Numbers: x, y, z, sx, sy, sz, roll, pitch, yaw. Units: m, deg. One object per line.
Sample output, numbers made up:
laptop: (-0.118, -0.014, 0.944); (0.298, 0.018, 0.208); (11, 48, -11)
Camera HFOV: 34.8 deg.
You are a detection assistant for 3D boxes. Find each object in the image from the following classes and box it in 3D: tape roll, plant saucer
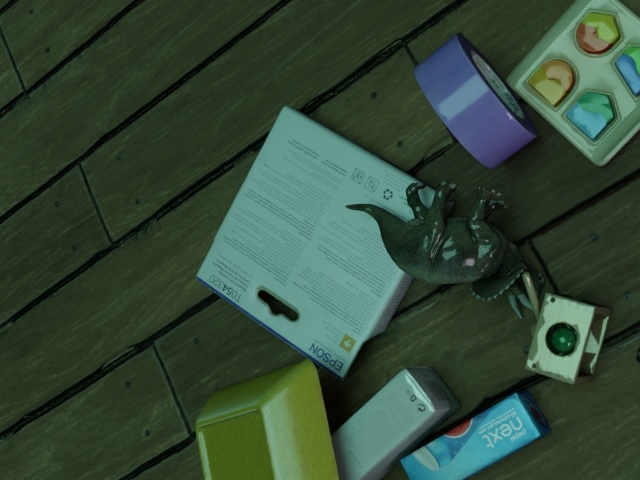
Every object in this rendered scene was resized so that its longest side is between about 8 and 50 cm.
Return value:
tape roll: (0.224, -0.200, 1.474); (0.080, 0.189, 0.189); (-38, 70, 21)
plant saucer: (-0.091, 0.374, 1.563); (0.333, 0.081, 0.332); (-28, 71, 54)

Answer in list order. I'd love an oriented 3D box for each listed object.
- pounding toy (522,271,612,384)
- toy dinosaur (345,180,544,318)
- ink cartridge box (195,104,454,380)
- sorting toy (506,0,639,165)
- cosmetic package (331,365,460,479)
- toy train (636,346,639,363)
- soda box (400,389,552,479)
pounding toy: (0.330, 0.121, 1.415); (0.100, 0.141, 0.130); (16, 93, 28)
toy dinosaur: (0.180, 0.002, 1.467); (0.314, 0.121, 0.160); (12, 84, 6)
ink cartridge box: (0.000, 0.000, 1.641); (0.324, 0.071, 0.330); (33, 102, 24)
sorting toy: (0.396, -0.241, 1.472); (0.193, 0.038, 0.208); (-49, 66, 16)
cosmetic package: (0.091, 0.294, 1.541); (0.231, 0.117, 0.085); (-44, 67, 16)
toy train: (0.486, 0.108, 1.400); (0.036, 0.027, 0.158); (44, 106, 35)
soda box: (0.226, 0.301, 1.495); (0.210, 0.067, 0.071); (-35, 71, 20)
